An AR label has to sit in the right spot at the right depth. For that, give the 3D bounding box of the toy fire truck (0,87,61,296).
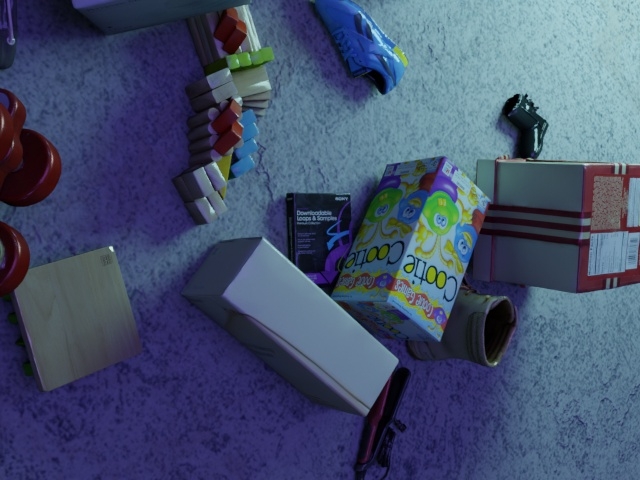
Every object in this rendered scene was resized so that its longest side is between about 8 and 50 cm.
[{"bbox_3d":[-0.486,-0.065,1.006,0.254,0.169,0.302,14,79,10],"label":"toy fire truck"}]

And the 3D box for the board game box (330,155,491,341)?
[{"bbox_3d":[0.155,0.015,1.395,0.144,0.142,0.275,37,65,-32],"label":"board game box"}]

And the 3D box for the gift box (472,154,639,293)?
[{"bbox_3d":[0.436,-0.026,1.516,0.276,0.258,0.255,2,94,-42],"label":"gift box"}]

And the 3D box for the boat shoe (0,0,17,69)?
[{"bbox_3d":[-0.445,-0.391,1.094,0.096,0.112,0.335,6,90,-49],"label":"boat shoe"}]

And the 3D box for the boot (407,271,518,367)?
[{"bbox_3d":[0.256,0.087,1.437,0.095,0.203,0.261,21,77,-29],"label":"boot"}]

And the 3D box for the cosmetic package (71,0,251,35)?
[{"bbox_3d":[-0.216,-0.379,1.112,0.224,0.224,0.138,-14,95,-2],"label":"cosmetic package"}]

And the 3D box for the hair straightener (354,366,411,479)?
[{"bbox_3d":[0.119,0.331,1.434,0.089,0.047,0.230,19,78,-29],"label":"hair straightener"}]

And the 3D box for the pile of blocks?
[{"bbox_3d":[-0.130,-0.203,1.267,0.149,0.113,0.362,7,84,-31],"label":"pile of blocks"}]

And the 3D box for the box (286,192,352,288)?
[{"bbox_3d":[0.000,0.000,1.386,0.116,0.029,0.162,-2,88,-32],"label":"box"}]

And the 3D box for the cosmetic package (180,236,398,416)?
[{"bbox_3d":[-0.045,0.134,1.277,0.309,0.160,0.113,42,68,-22],"label":"cosmetic package"}]

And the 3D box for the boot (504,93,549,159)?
[{"bbox_3d":[0.401,-0.224,1.636,0.099,0.045,0.121,39,62,-27],"label":"boot"}]

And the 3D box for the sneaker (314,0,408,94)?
[{"bbox_3d":[0.062,-0.336,1.418,0.209,0.069,0.082,40,72,-24],"label":"sneaker"}]

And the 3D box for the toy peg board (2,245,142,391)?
[{"bbox_3d":[-0.353,0.106,1.148,0.161,0.079,0.161,-20,99,-46],"label":"toy peg board"}]
